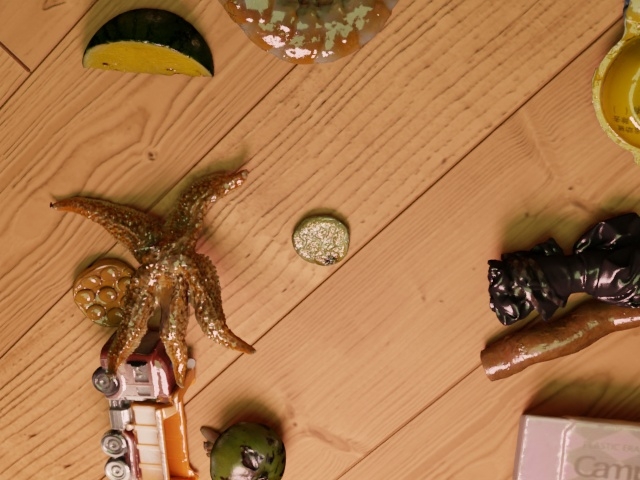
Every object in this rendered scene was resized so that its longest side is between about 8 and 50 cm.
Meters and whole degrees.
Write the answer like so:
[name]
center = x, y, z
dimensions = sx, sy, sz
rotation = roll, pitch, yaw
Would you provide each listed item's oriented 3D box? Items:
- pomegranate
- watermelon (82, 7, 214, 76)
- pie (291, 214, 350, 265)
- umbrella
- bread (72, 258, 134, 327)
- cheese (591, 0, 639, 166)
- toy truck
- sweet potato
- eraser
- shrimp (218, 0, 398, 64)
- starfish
[pomegranate]
center = -0.123, 0.326, 1.750
dimensions = 0.161, 0.122, 0.122
rotation = 18, 119, 41
[watermelon]
center = -0.234, -0.256, 1.541
dimensions = 0.181, 0.075, 0.092
rotation = 7, 116, 3
[pie]
center = 0.000, 0.000, 1.644
dimensions = 0.085, 0.017, 0.085
rotation = 3, 113, 6
[umbrella]
center = 0.360, 0.041, 1.571
dimensions = 0.272, 0.122, 0.110
rotation = -10, 154, 7
[bread]
center = -0.313, 0.079, 1.711
dimensions = 0.110, 0.024, 0.110
rotation = 3, 113, 6
[cheese]
center = 0.434, -0.224, 1.472
dimensions = 0.177, 0.069, 0.270
rotation = -4, 108, 8
[toy truck]
center = -0.255, 0.267, 1.732
dimensions = 0.135, 0.114, 0.270
rotation = 1, 112, 11
[sweet potato]
center = 0.358, 0.127, 1.623
dimensions = 0.281, 0.067, 0.059
rotation = -24, 84, 16
[eraser]
center = 0.484, 0.347, 1.685
dimensions = 0.396, 0.082, 0.213
rotation = 4, 111, 6
[shrimp]
center = -0.004, -0.319, 1.491
dimensions = 0.287, 0.068, 0.185
rotation = -8, 112, 8
[starfish]
center = -0.228, 0.064, 1.615
dimensions = 0.301, 0.084, 0.293
rotation = -8, 86, 8
